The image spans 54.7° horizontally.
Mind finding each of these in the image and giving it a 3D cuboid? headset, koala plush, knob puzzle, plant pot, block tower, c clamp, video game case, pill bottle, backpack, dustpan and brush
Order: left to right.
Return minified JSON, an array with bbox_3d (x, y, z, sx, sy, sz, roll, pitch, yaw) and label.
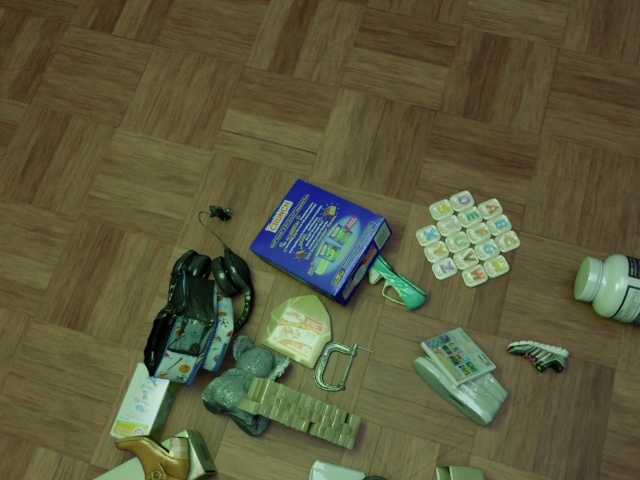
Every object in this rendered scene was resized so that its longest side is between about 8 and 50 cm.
[{"bbox_3d":[-0.353,0.246,1.650,0.213,0.276,0.263,26,106,-15],"label":"backpack"},{"bbox_3d":[-0.314,0.094,1.833,0.244,0.185,0.394,0,87,7],"label":"headset"},{"bbox_3d":[-0.197,0.380,1.693,0.196,0.203,0.221,26,61,15],"label":"koala plush"},{"bbox_3d":[-0.056,0.249,1.799,0.213,0.030,0.213,-1,72,4],"label":"knob puzzle"},{"bbox_3d":[-0.043,0.449,1.607,0.335,0.091,0.097,27,71,-27],"label":"block tower"},{"bbox_3d":[0.026,0.708,1.637,0.147,0.060,0.211,15,67,-3],"label":"dustpan and brush"},{"bbox_3d":[0.059,0.358,1.760,0.137,0.022,0.160,24,74,10],"label":"c clamp"},{"bbox_3d":[0.378,0.318,1.700,0.143,0.019,0.157,-15,46,-27],"label":"video game case"},{"bbox_3d":[0.370,0.638,1.613,0.096,0.109,0.109,-2,71,-11],"label":"plant pot"},{"bbox_3d":[0.882,0.145,1.698,0.323,0.181,0.181,15,73,8],"label":"pill bottle"}]

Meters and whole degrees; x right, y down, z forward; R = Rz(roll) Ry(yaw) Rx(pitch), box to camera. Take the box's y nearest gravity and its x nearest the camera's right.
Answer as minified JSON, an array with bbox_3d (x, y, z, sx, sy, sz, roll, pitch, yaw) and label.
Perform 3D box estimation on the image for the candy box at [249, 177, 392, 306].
[{"bbox_3d":[0.000,0.000,1.793,0.317,0.122,0.268,28,77,27],"label":"candy box"}]

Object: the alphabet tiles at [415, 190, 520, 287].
[{"bbox_3d":[0.443,-0.006,1.858,0.278,0.021,0.284,-22,72,-4],"label":"alphabet tiles"}]

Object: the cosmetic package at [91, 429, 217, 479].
[{"bbox_3d":[-0.444,0.630,1.635,0.296,0.153,0.129,-27,71,-4],"label":"cosmetic package"}]

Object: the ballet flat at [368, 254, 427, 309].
[{"bbox_3d":[0.195,0.112,1.805,0.247,0.083,0.087,42,93,17],"label":"ballet flat"}]

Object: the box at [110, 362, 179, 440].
[{"bbox_3d":[-0.479,0.455,1.712,0.103,0.114,0.203,17,74,7],"label":"box"}]

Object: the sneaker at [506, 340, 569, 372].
[{"bbox_3d":[0.602,0.326,1.716,0.170,0.063,0.074,11,67,2],"label":"sneaker"}]

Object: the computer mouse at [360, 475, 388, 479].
[{"bbox_3d":[0.194,0.722,1.614,0.272,0.072,0.188,39,76,2],"label":"computer mouse"}]

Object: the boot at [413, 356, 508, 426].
[{"bbox_3d":[0.388,0.383,1.709,0.258,0.095,0.123,40,66,12],"label":"boot"}]

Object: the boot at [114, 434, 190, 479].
[{"bbox_3d":[-0.425,0.566,1.541,0.197,0.073,0.152,1,76,6],"label":"boot"}]
